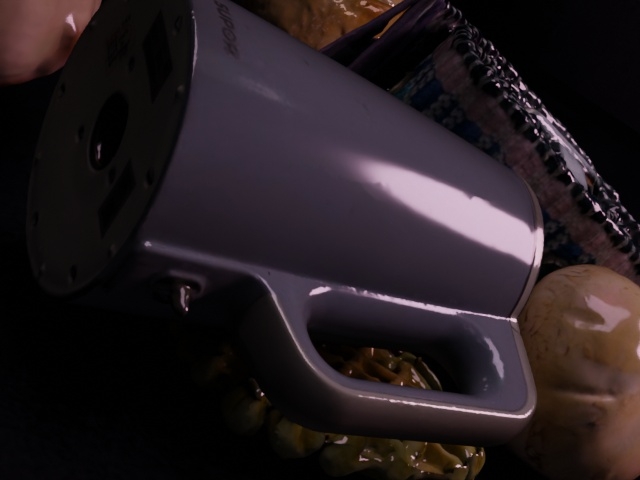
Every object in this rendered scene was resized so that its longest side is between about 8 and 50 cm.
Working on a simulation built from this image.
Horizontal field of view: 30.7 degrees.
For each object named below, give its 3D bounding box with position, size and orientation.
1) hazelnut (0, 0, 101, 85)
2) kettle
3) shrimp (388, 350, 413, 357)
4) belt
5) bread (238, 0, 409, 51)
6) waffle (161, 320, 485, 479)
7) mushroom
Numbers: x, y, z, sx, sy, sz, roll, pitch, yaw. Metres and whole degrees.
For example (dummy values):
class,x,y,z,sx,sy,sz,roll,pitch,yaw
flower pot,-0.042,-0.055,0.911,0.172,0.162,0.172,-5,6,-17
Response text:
class,x,y,z,sx,sy,sz,roll,pitch,yaw
hazelnut,-0.221,-0.216,0.691,0.241,0.261,0.261,-26,52,-26
kettle,0.000,0.000,0.579,0.243,0.160,0.210,19,37,-32
shrimp,0.046,0.053,0.792,0.083,0.023,0.114,19,19,-41
belt,0.113,-0.021,0.840,0.295,0.160,0.207,36,23,-43
bread,0.019,-0.244,1.319,0.244,0.134,0.244,31,19,-12
waffle,0.001,0.074,0.646,0.183,0.036,0.169,18,20,-33
mushroom,0.166,0.087,0.736,0.148,0.148,0.112,15,-8,-42
